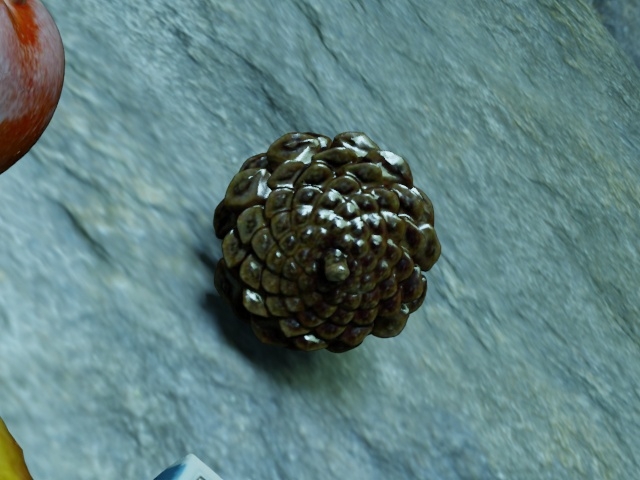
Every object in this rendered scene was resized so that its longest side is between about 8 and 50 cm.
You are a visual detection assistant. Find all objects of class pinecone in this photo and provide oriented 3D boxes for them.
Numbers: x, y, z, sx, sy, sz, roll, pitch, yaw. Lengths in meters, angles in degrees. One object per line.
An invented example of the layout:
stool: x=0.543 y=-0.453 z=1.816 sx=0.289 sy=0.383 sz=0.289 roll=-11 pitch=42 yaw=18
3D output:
pinecone: x=0.000 y=0.000 z=1.225 sx=0.208 sy=0.208 sz=0.208 roll=31 pitch=37 yaw=-27

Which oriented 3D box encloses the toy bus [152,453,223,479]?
toy bus: x=-0.114 y=0.271 z=0.876 sx=0.131 sy=0.106 sz=0.297 roll=45 pitch=31 yaw=-5

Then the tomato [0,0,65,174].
tomato: x=-0.313 y=-0.143 z=0.941 sx=0.270 sy=0.227 sz=0.270 roll=53 pitch=9 yaw=-12

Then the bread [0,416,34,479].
bread: x=-0.289 y=0.171 z=0.631 sx=0.398 sy=0.215 sz=0.398 roll=45 pitch=21 yaw=-23
